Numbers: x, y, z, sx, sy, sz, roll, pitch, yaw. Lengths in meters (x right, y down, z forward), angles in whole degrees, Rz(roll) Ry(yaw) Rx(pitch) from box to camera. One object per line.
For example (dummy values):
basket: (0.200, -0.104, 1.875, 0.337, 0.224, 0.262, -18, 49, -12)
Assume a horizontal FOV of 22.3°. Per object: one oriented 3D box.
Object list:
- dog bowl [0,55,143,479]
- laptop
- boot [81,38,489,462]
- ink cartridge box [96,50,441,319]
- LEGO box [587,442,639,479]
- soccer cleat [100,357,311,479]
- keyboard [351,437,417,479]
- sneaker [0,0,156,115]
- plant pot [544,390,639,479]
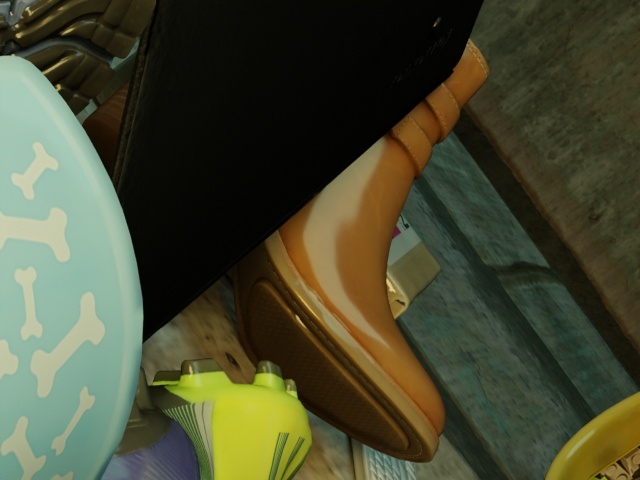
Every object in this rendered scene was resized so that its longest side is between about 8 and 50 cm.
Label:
dog bowl: (-0.171, -0.031, 0.374, 0.297, 0.166, 0.074, 52, 23, -2)
laptop: (-0.046, -0.219, 0.718, 0.408, 0.236, 0.382, 57, 42, -9)
boot: (0.025, -0.031, 0.959, 0.283, 0.220, 0.109, 46, -28, 7)
ink cartridge box: (-0.028, -0.037, 1.097, 0.235, 0.088, 0.193, 52, 13, 1)
LEGO box: (0.372, 0.280, 1.013, 0.500, 0.372, 0.193, 43, 16, -39)
soccer cleat: (-0.065, 0.106, 0.607, 0.289, 0.093, 0.121, 12, 72, -79)
keyboard: (0.045, 0.151, 1.007, 0.072, 0.014, 0.256, 49, 13, -18)
sneaker: (-0.126, -0.062, 0.545, 0.083, 0.221, 0.087, -5, 43, -50)
plant pot: (0.335, 0.261, 1.294, 0.254, 0.254, 0.239, -89, 154, -71)
